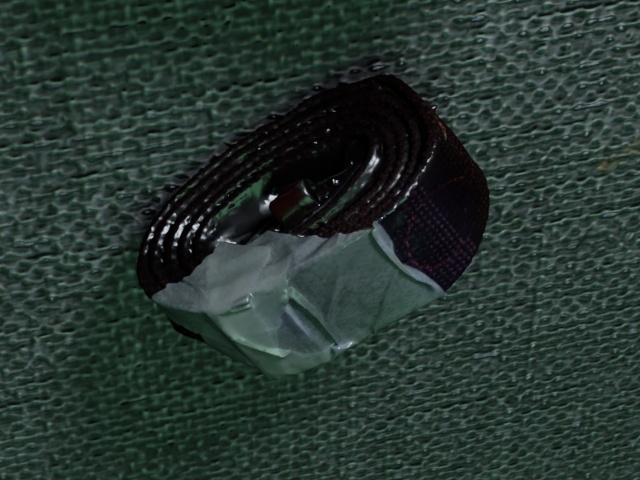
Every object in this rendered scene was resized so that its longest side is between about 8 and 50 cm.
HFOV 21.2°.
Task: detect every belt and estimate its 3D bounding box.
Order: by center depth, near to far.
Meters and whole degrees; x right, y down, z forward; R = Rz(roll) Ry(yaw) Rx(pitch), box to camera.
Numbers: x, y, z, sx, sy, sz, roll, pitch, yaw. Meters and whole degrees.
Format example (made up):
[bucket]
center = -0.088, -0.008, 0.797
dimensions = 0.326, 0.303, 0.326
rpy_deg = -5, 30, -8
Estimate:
[belt]
center = 0.000, 0.000, 1.432
dimensions = 0.289, 0.184, 0.164
rpy_deg = -30, 139, 12
